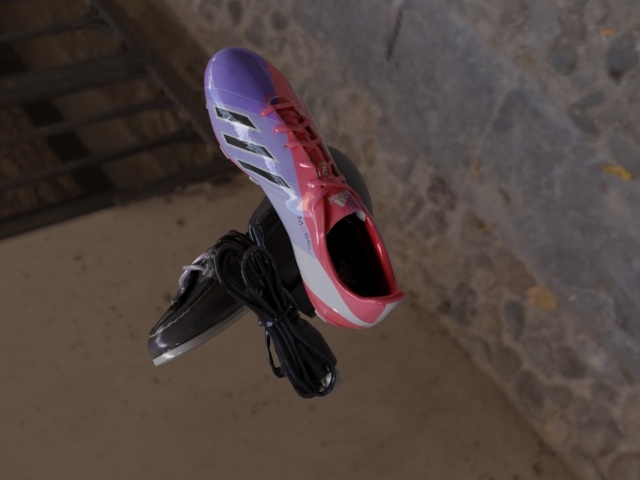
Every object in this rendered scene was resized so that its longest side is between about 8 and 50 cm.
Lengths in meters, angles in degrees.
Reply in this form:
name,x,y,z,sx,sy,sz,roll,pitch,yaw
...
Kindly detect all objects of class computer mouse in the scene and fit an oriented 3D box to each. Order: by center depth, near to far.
name,x,y,z,sx,sy,sz,roll,pitch,yaw
computer mouse,0.000,0.000,1.121,0.072,0.272,0.188,-17,121,27

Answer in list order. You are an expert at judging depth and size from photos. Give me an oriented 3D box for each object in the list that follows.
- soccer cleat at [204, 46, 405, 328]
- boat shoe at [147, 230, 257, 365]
name,x,y,z,sx,sy,sz,roll,pitch,yaw
soccer cleat,-0.009,-0.046,0.914,0.248,0.083,0.095,64,153,0
boat shoe,-0.079,0.016,1.236,0.112,0.335,0.095,-30,95,46
